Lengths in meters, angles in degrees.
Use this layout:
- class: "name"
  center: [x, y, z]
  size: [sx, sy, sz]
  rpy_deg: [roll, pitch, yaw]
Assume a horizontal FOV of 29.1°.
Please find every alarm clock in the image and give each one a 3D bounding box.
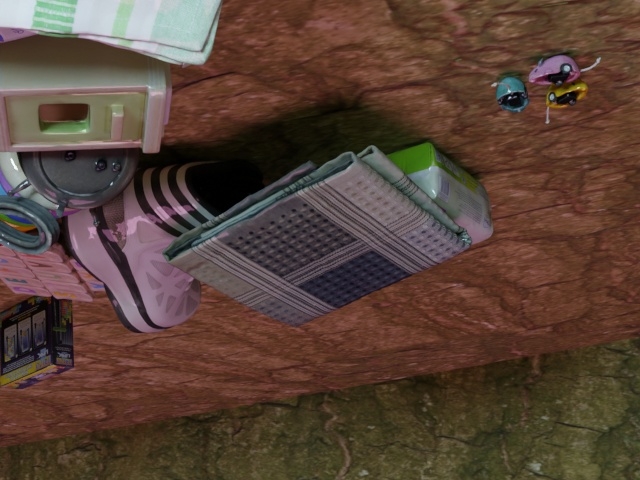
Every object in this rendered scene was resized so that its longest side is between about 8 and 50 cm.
- class: "alarm clock"
  center: [-0.257, -0.118, 1.348]
  size: [0.129, 0.192, 0.064]
  rpy_deg: [19, -177, -23]

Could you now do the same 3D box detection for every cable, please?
- class: "cable"
  center: [-0.437, -0.044, 1.393]
  size: [0.139, 0.287, 0.072]
  rpy_deg: [-61, 171, 33]

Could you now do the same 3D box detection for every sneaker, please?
- class: "sneaker"
  center: [-0.177, 0.017, 1.767]
  size: [0.258, 0.169, 0.447]
  rpy_deg: [-7, 159, 8]

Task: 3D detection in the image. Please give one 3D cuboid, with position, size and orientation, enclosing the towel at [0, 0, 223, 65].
- class: "towel"
  center: [-0.207, -0.262, 0.951]
  size: [0.325, 0.038, 0.247]
  rpy_deg: [5, 126, -27]

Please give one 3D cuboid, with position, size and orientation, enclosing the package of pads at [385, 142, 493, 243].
- class: "package of pads"
  center: [0.083, -0.033, 1.817]
  size: [0.297, 0.101, 0.229]
  rpy_deg: [-15, 159, 26]

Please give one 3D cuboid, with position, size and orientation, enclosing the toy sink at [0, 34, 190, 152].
- class: "toy sink"
  center: [-0.216, -0.172, 1.246]
  size: [0.234, 0.131, 0.153]
  rpy_deg: [-3, 162, -13]

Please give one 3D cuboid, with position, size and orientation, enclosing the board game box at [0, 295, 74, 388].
- class: "board game box"
  center: [-0.501, 0.175, 2.172]
  size: [0.048, 0.141, 0.170]
  rpy_deg: [12, 155, -44]

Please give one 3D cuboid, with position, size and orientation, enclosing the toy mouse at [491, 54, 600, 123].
- class: "toy mouse"
  center: [0.265, -0.195, 1.508]
  size: [0.143, 0.031, 0.161]
  rpy_deg: [2, 159, -27]

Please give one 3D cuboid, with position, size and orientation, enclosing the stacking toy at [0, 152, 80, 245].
- class: "stacking toy"
  center: [-0.371, -0.061, 1.539]
  size: [0.141, 0.141, 0.330]
  rpy_deg: [4, 163, -29]

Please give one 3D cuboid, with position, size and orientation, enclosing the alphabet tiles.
- class: "alphabet tiles"
  center: [-0.437, 0.045, 1.884]
  size: [0.278, 0.021, 0.284]
  rpy_deg: [8, 163, 4]

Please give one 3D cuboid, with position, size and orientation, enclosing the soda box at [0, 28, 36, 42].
- class: "soda box"
  center: [-0.337, -0.227, 1.096]
  size: [0.286, 0.098, 0.091]
  rpy_deg: [-11, 161, 12]

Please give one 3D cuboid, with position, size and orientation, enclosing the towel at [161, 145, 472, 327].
- class: "towel"
  center: [0.000, 0.000, 1.650]
  size: [0.312, 0.056, 0.324]
  rpy_deg: [-26, 148, 23]
